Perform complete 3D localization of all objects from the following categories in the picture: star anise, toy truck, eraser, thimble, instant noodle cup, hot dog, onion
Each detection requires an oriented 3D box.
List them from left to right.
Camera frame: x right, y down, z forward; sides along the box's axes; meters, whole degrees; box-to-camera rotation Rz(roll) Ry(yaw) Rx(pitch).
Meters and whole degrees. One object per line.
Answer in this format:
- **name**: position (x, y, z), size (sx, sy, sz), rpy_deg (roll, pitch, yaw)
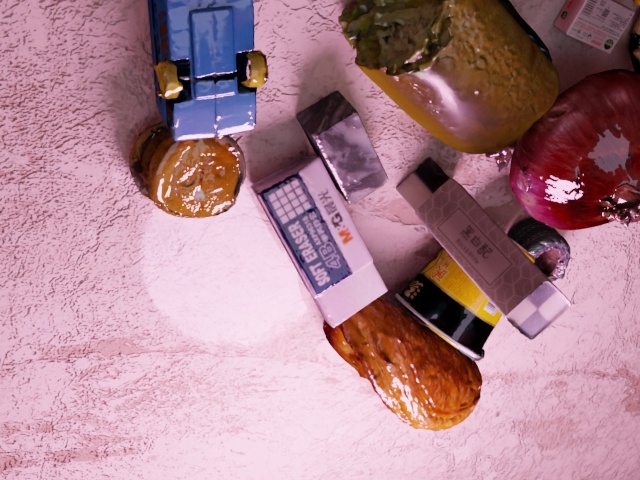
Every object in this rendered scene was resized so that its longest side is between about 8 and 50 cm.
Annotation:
- **toy truck**: position (-0.175, -0.338, 1.358), size (0.161, 0.162, 0.384), rpy_deg (-12, 126, -19)
- **eraser**: position (0.000, 0.000, 1.674), size (0.130, 0.086, 0.287), rpy_deg (-32, 110, -9)
- **hot dog**: position (0.156, 0.235, 1.865), size (0.388, 0.267, 0.174), rpy_deg (33, 95, -42)
- **instant noodle cup**: position (0.297, 0.086, 1.879), size (0.216, 0.215, 0.236), rpy_deg (33, 97, -39)
- **eraser**: position (0.274, 0.003, 1.661), size (0.098, 0.404, 0.096), rpy_deg (-44, 132, 8)
- **star anise**: position (0.358, -0.198, 1.789), size (0.129, 0.056, 0.124), rpy_deg (-44, 140, 11)
- **thimble**: position (0.450, 0.027, 1.975), size (0.119, 0.090, 0.135), rpy_deg (-22, 132, -8)
- **onion**: position (0.527, -0.136, 1.744), size (0.348, 0.285, 0.347), rpy_deg (-16, 143, -12)

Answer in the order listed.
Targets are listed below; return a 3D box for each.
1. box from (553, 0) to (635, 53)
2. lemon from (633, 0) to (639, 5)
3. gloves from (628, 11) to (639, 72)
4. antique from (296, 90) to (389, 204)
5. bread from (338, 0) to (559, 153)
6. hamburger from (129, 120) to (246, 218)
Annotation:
- **box**: position (0.496, -0.402, 1.724), size (0.125, 0.043, 0.089), rpy_deg (14, 115, -34)
- **lemon**: position (0.658, -0.490, 1.616), size (0.267, 0.267, 0.267), rpy_deg (-13, 127, -18)
- **gloves**: position (0.640, -0.357, 1.809), size (0.129, 0.106, 0.180), rpy_deg (-32, 102, -7)
- **antique**: position (0.043, -0.154, 1.645), size (0.086, 0.088, 0.183), rpy_deg (-32, 132, -2)
- **bread**: position (0.234, -0.295, 1.576), size (0.251, 0.208, 0.377), rpy_deg (-43, 134, 13)
- **hamburger**: position (-0.208, -0.123, 1.536), size (0.185, 0.113, 0.177), rpy_deg (-35, 126, -10)
